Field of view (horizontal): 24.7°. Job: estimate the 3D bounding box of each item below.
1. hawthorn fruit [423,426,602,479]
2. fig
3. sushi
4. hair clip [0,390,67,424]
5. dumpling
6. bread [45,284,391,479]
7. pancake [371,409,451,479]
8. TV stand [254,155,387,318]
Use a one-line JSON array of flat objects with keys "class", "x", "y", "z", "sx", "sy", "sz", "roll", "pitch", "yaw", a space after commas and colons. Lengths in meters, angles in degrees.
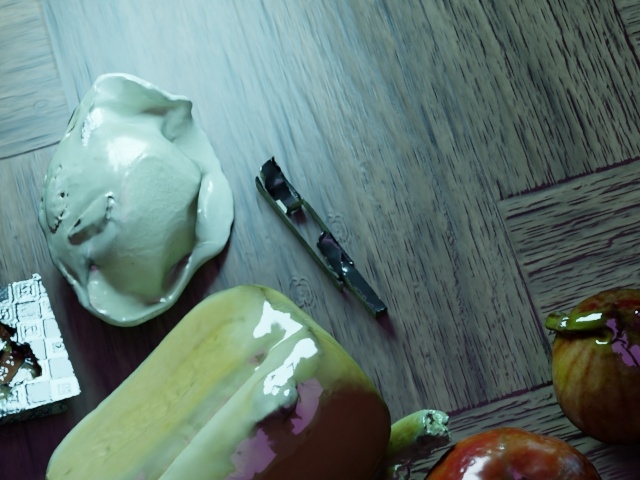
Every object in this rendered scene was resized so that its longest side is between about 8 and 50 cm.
[{"class": "hawthorn fruit", "x": 0.221, "y": 0.310, "z": 1.637, "sx": 0.241, "sy": 0.272, "sz": 0.242, "roll": -4, "pitch": 59, "yaw": 6}, {"class": "fig", "x": 0.356, "y": 0.141, "z": 1.734, "sx": 0.205, "sy": 0.205, "sz": 0.205, "roll": 0, "pitch": 71, "yaw": 1}, {"class": "sushi", "x": -0.388, "y": 0.139, "z": 1.813, "sx": 0.139, "sy": 0.031, "sz": 0.201, "roll": -15, "pitch": 52, "yaw": -15}, {"class": "hair clip", "x": -0.425, "y": 0.213, "z": 1.784, "sx": 0.229, "sy": 0.036, "sz": 0.066, "roll": -8, "pitch": 52, "yaw": -11}, {"class": "dumpling", "x": -0.226, "y": -0.041, "z": 1.844, "sx": 0.242, "sy": 0.187, "sz": 0.318, "roll": 7, "pitch": 76, "yaw": -39}, {"class": "bread", "x": -0.114, "y": 0.257, "z": 1.638, "sx": 0.376, "sy": 0.253, "sz": 0.348, "roll": -46, "pitch": 33, "yaw": -12}, {"class": "pancake", "x": 0.023, "y": 0.344, "z": 1.668, "sx": 0.054, "sy": 0.197, "sz": 0.377, "roll": 36, "pitch": 85, "yaw": -26}, {"class": "TV stand", "x": 0.000, "y": 0.000, "z": 1.868, "sx": 0.042, "sy": 0.036, "sz": 0.249, "roll": -35, "pitch": 75, "yaw": -12}]
